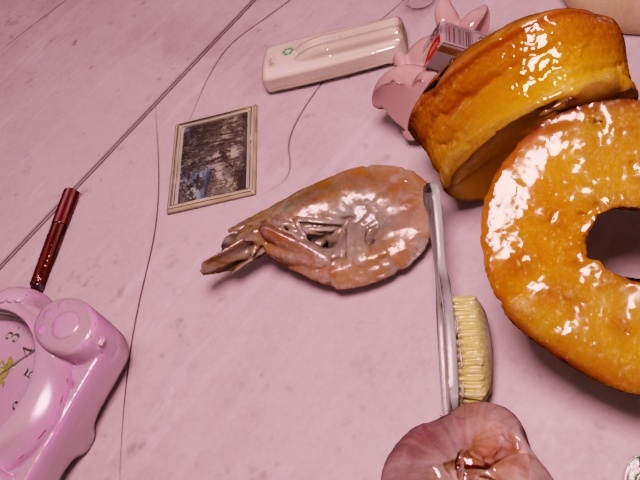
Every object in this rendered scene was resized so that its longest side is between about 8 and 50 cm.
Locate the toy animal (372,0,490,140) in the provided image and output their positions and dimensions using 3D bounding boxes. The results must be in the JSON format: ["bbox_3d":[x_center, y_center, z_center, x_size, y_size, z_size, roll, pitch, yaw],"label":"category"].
[{"bbox_3d":[0.169,-0.238,1.071,0.124,0.124,0.212,22,57,31],"label":"toy animal"}]

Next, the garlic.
[{"bbox_3d":[0.145,0.266,0.665,0.207,0.256,0.207,0,97,3],"label":"garlic"}]

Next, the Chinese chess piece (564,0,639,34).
[{"bbox_3d":[0.461,-0.410,1.068,0.270,0.112,0.270,-11,54,15],"label":"Chinese chess piece"}]

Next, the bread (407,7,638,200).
[{"bbox_3d":[0.230,-0.157,0.899,0.270,0.195,0.142,-39,59,43],"label":"bread"}]

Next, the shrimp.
[{"bbox_3d":[0.000,0.000,0.980,0.317,0.077,0.168,-23,54,1],"label":"shrimp"}]

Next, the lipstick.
[{"bbox_3d":[-0.403,-0.002,1.164,0.027,0.027,0.176,-2,57,19],"label":"lipstick"}]

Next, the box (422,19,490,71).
[{"bbox_3d":[0.240,-0.221,0.982,0.218,0.055,0.039,13,60,-15],"label":"box"}]

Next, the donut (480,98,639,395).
[{"bbox_3d":[0.314,0.010,0.786,0.303,0.110,0.302,-2,78,11],"label":"donut"}]

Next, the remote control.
[{"bbox_3d":[0.019,-0.292,1.192,0.230,0.049,0.090,-11,51,15],"label":"remote control"}]

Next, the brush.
[{"bbox_3d":[0.157,0.063,0.869,0.060,0.068,0.296,-1,64,0],"label":"brush"}]

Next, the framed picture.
[{"bbox_3d":[-0.164,-0.127,1.169,0.142,0.011,0.183,-12,53,13],"label":"framed picture"}]

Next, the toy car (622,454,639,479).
[{"bbox_3d":[0.381,0.237,0.667,0.224,0.076,0.090,-5,56,27],"label":"toy car"}]

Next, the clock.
[{"bbox_3d":[-0.432,0.195,0.980,0.322,0.113,0.295,12,62,28],"label":"clock"}]
